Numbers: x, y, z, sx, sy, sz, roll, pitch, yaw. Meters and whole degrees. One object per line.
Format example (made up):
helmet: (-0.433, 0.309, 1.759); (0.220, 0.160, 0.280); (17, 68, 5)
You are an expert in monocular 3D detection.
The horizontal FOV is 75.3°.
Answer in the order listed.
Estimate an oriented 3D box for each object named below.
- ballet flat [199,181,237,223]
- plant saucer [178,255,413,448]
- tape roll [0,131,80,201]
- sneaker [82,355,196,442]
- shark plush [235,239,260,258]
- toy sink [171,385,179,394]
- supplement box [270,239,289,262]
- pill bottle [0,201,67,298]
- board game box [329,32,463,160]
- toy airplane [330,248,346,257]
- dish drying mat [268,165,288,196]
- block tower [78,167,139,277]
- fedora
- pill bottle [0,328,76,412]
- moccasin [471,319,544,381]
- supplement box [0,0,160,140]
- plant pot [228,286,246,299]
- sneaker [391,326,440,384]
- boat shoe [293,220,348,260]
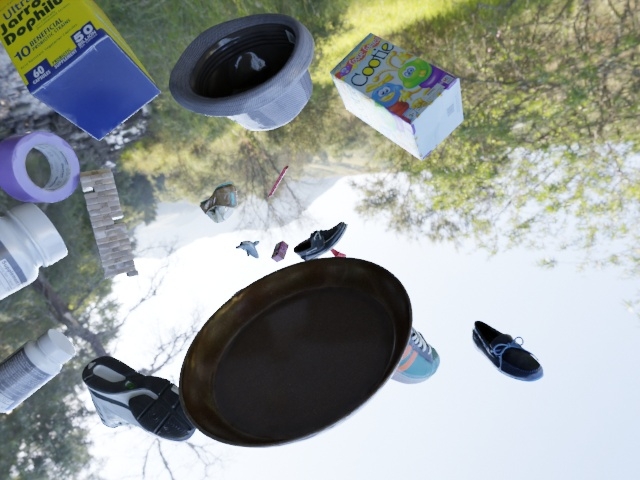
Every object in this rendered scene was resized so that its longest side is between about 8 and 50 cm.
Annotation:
ballet flat: (-0.424, -0.142, 1.747); (0.116, 0.124, 0.342); (-20, -179, -33)
plant saucer: (-0.030, 0.132, 0.541); (0.310, 0.050, 0.311); (-15, -150, 9)
tape roll: (-0.766, -0.198, 1.129); (0.080, 0.189, 0.189); (1, -157, 20)
sneaker: (-0.641, 0.608, 1.496); (0.447, 0.258, 0.169); (28, -139, 9)
shark plush: (-0.273, 0.032, 1.585); (0.073, 0.067, 0.161); (-12, 170, 3)
toy sink: (-0.353, 0.502, 1.381); (0.152, 0.234, 0.131); (17, -119, 28)
supplement box: (-0.179, 0.049, 1.828); (0.055, 0.043, 0.083); (-25, -142, 41)
pill bottle: (-0.846, 0.062, 1.012); (0.204, 0.204, 0.361); (-3, -151, 45)
board game box: (0.176, -0.339, 0.973); (0.142, 0.144, 0.275); (-44, -122, -1)
toy airplane: (0.043, 0.092, 1.578); (0.151, 0.151, 0.028); (-18, -166, 10)
dish drying mat: (-0.101, -0.141, 0.992); (0.083, 0.008, 0.032); (-56, -173, 25)
block tower: (-0.644, -0.045, 1.259); (0.097, 0.336, 0.091); (-17, -173, -28)
fedora: (-0.124, -0.291, 0.763); (0.275, 0.124, 0.244); (4, -116, 25)
pill bottle: (-0.516, 0.226, 0.733); (0.137, 0.078, 0.078); (-40, -159, -13)
moccasin: (0.677, 0.408, 1.564); (0.137, 0.117, 0.342); (-19, -163, -17)
supplement box: (-0.570, -0.446, 0.948); (0.194, 0.357, 0.195); (-39, 160, 0)
plant pot: (-0.253, 0.329, 1.677); (0.274, 0.243, 0.275); (-9, -139, 7)
sneaker: (0.135, 0.174, 0.760); (0.121, 0.302, 0.108); (-53, -146, 19)
boat shoe: (0.000, 0.000, 1.426); (0.233, 0.079, 0.084); (-35, -155, 36)
